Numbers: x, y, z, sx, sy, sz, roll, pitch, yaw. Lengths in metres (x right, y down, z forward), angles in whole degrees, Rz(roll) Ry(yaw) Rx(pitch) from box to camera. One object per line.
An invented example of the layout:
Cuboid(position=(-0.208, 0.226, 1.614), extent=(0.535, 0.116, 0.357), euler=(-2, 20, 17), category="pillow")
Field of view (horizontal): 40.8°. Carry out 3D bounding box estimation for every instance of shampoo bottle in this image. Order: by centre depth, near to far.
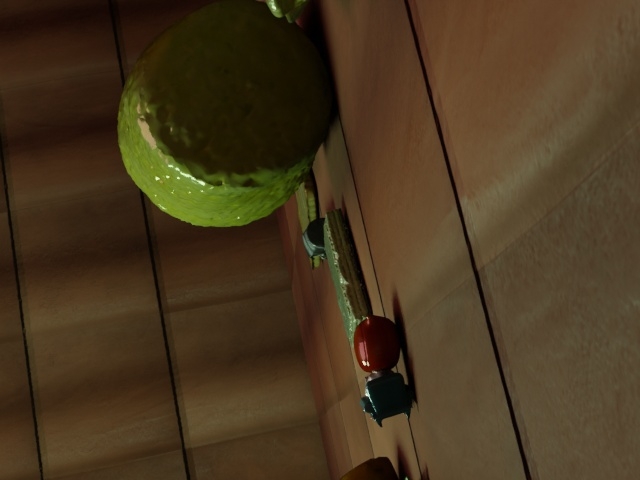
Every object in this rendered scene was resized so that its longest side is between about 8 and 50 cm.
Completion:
Cuboid(position=(-0.001, 0.000, 1.597), extent=(0.207, 0.057, 0.063), euler=(116, 135, -83), category="shampoo bottle")

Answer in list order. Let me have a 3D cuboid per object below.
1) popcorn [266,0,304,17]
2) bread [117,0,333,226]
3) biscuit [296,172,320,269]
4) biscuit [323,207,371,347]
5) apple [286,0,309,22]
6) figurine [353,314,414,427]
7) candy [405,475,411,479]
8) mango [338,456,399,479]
Cuboid(position=(-0.018, -0.307, 0.850), extent=(0.135, 0.141, 0.162), euler=(-52, -10, -46), category="popcorn")
Cuboid(position=(-0.149, -0.195, 1.357), extent=(0.308, 0.348, 0.348), euler=(180, 79, -78), category="bread")
Cuboid(position=(-0.029, -0.073, 1.861), extent=(0.254, 0.029, 0.172), euler=(87, 170, -49), category="biscuit")
Cuboid(position=(0.040, 0.061, 1.384), extent=(0.121, 0.041, 0.199), euler=(86, 170, -62), category="biscuit")
Cuboid(position=(-0.042, -0.372, 1.041), extent=(0.265, 0.120, 0.193), euler=(-105, -6, -60), category="apple")
Cuboid(position=(0.075, 0.160, 1.088), extent=(0.075, 0.068, 0.140), euler=(-172, 70, -87), category="figurine")
Cuboid(position=(0.136, 0.395, 1.093), extent=(0.102, 0.032, 0.178), euler=(94, 163, -63), category="candy")
Cuboid(position=(0.077, 0.459, 1.297), extent=(0.166, 0.136, 0.236), euler=(-112, 8, -49), category="mango")
